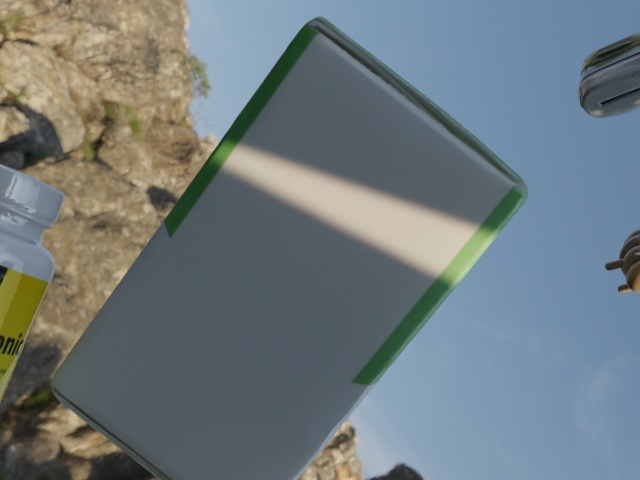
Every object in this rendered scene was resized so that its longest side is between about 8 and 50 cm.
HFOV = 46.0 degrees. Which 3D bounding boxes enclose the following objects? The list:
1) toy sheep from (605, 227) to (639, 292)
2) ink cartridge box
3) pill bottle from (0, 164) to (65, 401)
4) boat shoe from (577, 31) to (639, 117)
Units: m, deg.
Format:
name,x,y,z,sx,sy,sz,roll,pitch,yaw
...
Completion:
name,x,y,z,sx,sy,sz,roll,pitch,yaw
toy sheep,0.390,0.020,0.873,0.091,0.132,0.091,26,-44,28
ink cartridge box,0.000,0.000,0.460,0.121,0.211,0.289,37,13,1
pill bottle,-0.157,0.025,0.328,0.065,0.065,0.116,-9,-120,70
boat shoe,0.494,-0.263,1.020,0.109,0.302,0.094,40,45,-44
